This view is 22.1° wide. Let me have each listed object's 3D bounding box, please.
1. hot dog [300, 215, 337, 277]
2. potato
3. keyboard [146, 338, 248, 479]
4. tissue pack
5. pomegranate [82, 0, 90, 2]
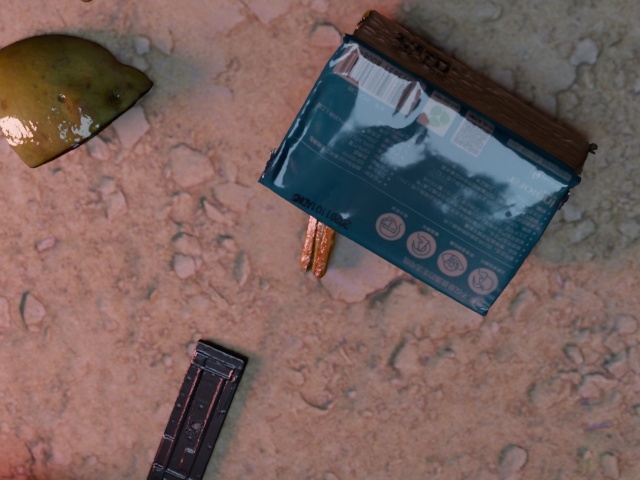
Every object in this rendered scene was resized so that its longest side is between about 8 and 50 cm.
[{"bbox_3d":[0.000,0.000,1.735,0.037,0.021,0.083,29,121,23],"label":"hot dog"},{"bbox_3d":[-0.271,-0.160,1.694,0.149,0.081,0.120,-28,106,22],"label":"potato"},{"bbox_3d":[-0.141,0.206,1.857,0.061,0.013,0.204,23,116,3],"label":"keyboard"},{"bbox_3d":[0.105,-0.077,1.615,0.271,0.134,0.192,32,116,-2],"label":"tissue pack"},{"bbox_3d":[-0.209,-0.370,1.525,0.231,0.231,0.286,43,126,-7],"label":"pomegranate"}]
